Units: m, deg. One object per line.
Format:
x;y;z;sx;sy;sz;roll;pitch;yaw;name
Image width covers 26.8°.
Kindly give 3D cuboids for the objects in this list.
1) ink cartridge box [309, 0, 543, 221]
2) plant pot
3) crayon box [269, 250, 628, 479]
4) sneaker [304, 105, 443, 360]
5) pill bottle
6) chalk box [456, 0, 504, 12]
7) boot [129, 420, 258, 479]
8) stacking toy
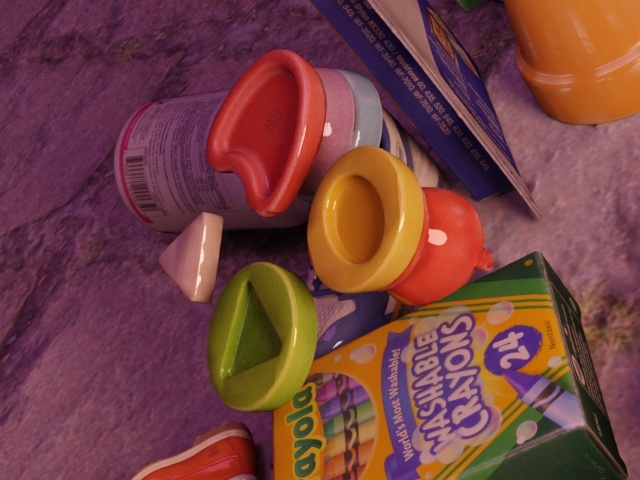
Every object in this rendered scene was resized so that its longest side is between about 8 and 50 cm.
0.081;-0.183;1.306;0.072;0.303;0.307;-32;33;17;ink cartridge box
0.261;-0.250;1.313;0.205;0.188;0.205;-26;36;20;plant pot
0.071;0.164;1.111;0.323;0.083;0.203;-29;35;18;crayon box
0.020;-0.003;1.315;0.112;0.131;0.296;-10;45;35;sneaker
-0.082;-0.091;1.489;0.283;0.160;0.160;-2;49;43;pill bottle
0.227;-0.349;1.516;0.213;0.132;0.132;-46;33;-7;chalk box
-0.125;0.239;1.242;0.158;0.059;0.085;-34;38;7;boot
0.000;0.000;1.211;0.279;0.130;0.309;-58;40;23;stacking toy
